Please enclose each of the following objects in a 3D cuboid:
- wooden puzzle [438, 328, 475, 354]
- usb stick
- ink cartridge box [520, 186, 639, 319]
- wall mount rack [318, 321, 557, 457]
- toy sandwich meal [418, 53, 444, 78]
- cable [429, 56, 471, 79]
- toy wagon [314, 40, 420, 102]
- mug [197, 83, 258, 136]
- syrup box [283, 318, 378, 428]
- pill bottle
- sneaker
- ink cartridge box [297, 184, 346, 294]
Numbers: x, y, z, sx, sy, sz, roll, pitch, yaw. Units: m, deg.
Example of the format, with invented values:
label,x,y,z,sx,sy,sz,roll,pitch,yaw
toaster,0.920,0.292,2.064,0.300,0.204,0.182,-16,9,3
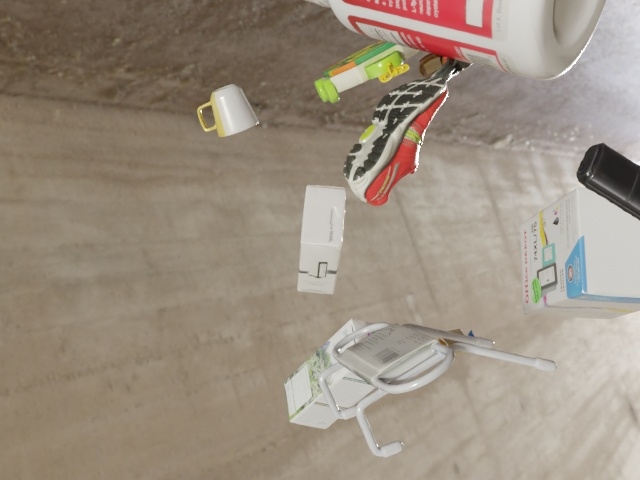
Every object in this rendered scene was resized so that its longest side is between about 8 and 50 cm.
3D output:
label,x,y,z,sx,sy,sz,roll,pitch,yaw
wooden puzzle,0.349,0.260,2.050,0.116,0.079,0.014,-3,134,-24
usb stick,0.512,-0.054,1.220,0.077,0.278,0.045,-64,-170,-19
ink cartridge box,0.527,0.034,1.542,0.197,0.198,0.270,3,166,-8
wall mount rack,0.165,0.195,1.235,0.304,0.131,0.350,-27,-170,-12
toy sandwich meal,0.283,-0.431,1.995,0.085,0.029,0.086,-9,138,-9
cable,0.254,-0.362,1.629,0.139,0.072,0.287,-33,-176,45
toy wagon,0.124,-0.402,1.820,0.267,0.068,0.344,-29,-167,-1
mug,-0.136,-0.188,1.164,0.078,0.064,0.062,-23,-161,-10
syrup box,0.034,0.258,1.532,0.096,0.093,0.237,19,131,-32
pill bottle,0.152,-0.366,1.060,0.407,0.229,0.229,24,-162,32
sneaker,0.145,-0.181,1.461,0.107,0.118,0.279,19,-114,48
ink cartridge box,0.000,0.000,1.681,0.085,0.148,0.203,5,148,-1
